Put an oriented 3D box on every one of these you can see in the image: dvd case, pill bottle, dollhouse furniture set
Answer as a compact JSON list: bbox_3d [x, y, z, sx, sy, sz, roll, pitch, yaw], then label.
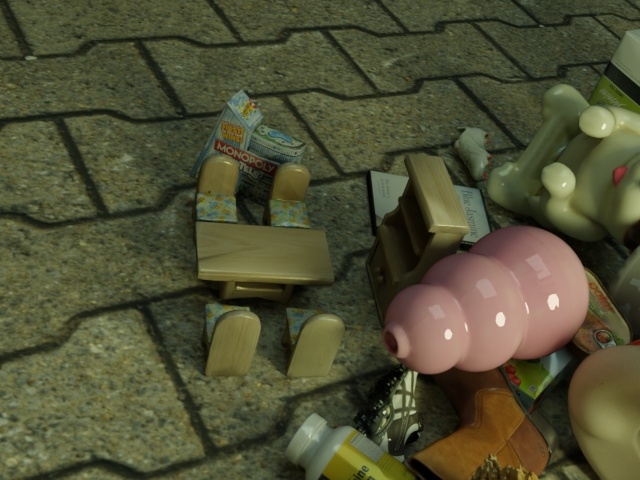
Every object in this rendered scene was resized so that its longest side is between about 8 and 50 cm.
[{"bbox_3d":[0.220,-0.059,1.617,0.252,0.022,0.180,9,43,-11],"label":"dvd case"},{"bbox_3d":[0.045,0.319,1.094,0.184,0.103,0.103,33,44,16],"label":"pill bottle"},{"bbox_3d":[0.000,0.000,1.301,0.393,0.257,0.362,4,44,-16],"label":"dollhouse furniture set"}]

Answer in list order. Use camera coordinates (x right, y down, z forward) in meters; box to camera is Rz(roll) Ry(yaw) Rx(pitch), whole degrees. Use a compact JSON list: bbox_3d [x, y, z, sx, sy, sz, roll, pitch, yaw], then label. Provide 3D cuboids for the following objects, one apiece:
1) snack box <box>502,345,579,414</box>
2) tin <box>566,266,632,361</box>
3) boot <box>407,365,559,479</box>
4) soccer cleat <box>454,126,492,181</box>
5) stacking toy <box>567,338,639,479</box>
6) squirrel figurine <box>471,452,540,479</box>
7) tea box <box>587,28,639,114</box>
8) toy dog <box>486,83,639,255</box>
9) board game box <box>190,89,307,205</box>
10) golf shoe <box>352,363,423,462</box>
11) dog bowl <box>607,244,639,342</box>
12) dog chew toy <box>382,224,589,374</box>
[{"bbox_3d":[0.343,0.162,1.346,0.174,0.070,0.207,37,59,26],"label":"snack box"},{"bbox_3d":[0.430,0.119,1.313,0.106,0.040,0.190,-17,54,-9],"label":"tin"},{"bbox_3d":[0.197,0.276,1.171,0.264,0.096,0.280,51,36,15],"label":"boot"},{"bbox_3d":[0.332,-0.191,1.769,0.076,0.068,0.196,12,35,0],"label":"soccer cleat"},{"bbox_3d":[0.635,0.195,1.192,0.479,0.351,0.350,-35,63,-28],"label":"stacking toy"},{"bbox_3d":[0.263,0.431,0.852,0.281,0.371,0.397,-27,59,-38],"label":"squirrel figurine"},{"bbox_3d":[0.788,-0.254,1.797,0.219,0.324,0.329,-14,52,-30],"label":"tea box"},{"bbox_3d":[0.566,-0.081,1.514,0.395,0.284,0.408,42,0,-20],"label":"toy dog"},{"bbox_3d":[-0.132,-0.167,1.478,0.194,0.194,0.060,25,42,8],"label":"board game box"},{"bbox_3d":[0.116,0.260,1.218,0.094,0.077,0.198,48,39,-5],"label":"golf shoe"},{"bbox_3d":[0.655,0.114,1.356,0.348,0.349,0.102,1,27,-19],"label":"dog bowl"},{"bbox_3d":[0.237,0.099,1.192,0.331,0.207,0.207,-16,52,-28],"label":"dog chew toy"}]
